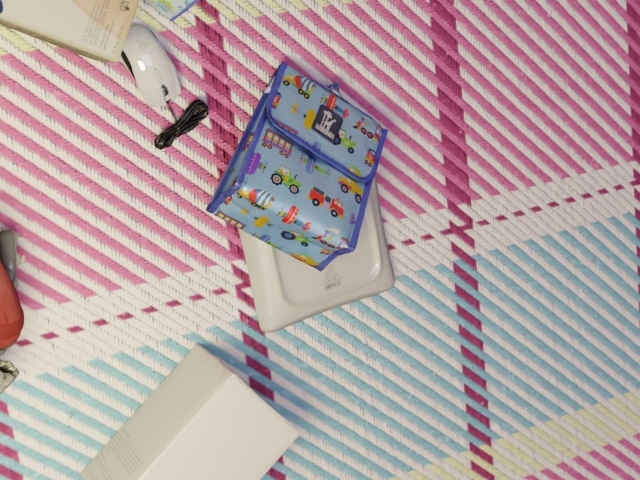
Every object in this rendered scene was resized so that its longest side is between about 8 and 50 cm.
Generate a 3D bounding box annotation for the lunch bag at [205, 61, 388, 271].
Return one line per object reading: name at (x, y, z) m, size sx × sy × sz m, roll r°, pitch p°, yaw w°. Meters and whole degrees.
lunch bag at (-0.021, -0.136, 1.727) m, size 0.221 × 0.138 × 0.293 m, roll 28°, pitch 63°, yaw -16°

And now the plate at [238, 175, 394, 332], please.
plate at (0.000, 0.000, 1.827) m, size 0.277 × 0.045 × 0.278 m, roll -18°, pitch 108°, yaw -23°

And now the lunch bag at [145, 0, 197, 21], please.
lunch bag at (-0.227, -0.423, 1.595) m, size 0.129 × 0.096 × 0.151 m, roll 36°, pitch 113°, yaw -28°

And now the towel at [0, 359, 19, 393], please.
towel at (-0.641, 0.218, 1.444) m, size 0.312 × 0.056 × 0.324 m, roll -39°, pitch 140°, yaw 17°

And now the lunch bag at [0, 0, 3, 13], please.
lunch bag at (-0.460, -0.319, 1.355) m, size 0.067 × 0.065 × 0.098 m, roll -28°, pitch 112°, yaw -35°

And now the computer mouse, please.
computer mouse at (-0.255, -0.247, 1.647) m, size 0.106 × 0.042 × 0.193 m, roll -34°, pitch 114°, yaw -15°

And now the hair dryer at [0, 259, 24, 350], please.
hair dryer at (-0.528, 0.114, 1.475) m, size 0.223 × 0.080 × 0.294 m, roll 21°, pitch 105°, yaw -44°

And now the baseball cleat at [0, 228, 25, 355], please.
baseball cleat at (-0.510, 0.082, 1.573) m, size 0.109 × 0.072 × 0.206 m, roll 5°, pitch 98°, yaw -28°

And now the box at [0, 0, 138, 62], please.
box at (-0.427, -0.362, 1.479) m, size 0.311 × 0.148 × 0.121 m, roll 18°, pitch 92°, yaw -30°

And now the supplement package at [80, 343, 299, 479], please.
supplement package at (-0.214, 0.350, 1.719) m, size 0.293 × 0.177 × 0.175 m, roll -48°, pitch 117°, yaw -9°
